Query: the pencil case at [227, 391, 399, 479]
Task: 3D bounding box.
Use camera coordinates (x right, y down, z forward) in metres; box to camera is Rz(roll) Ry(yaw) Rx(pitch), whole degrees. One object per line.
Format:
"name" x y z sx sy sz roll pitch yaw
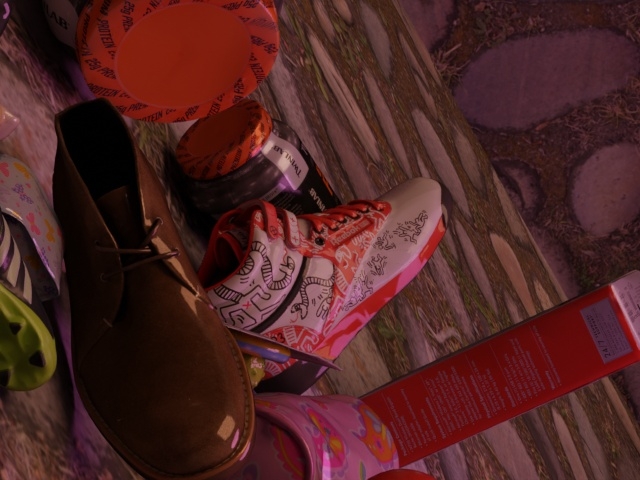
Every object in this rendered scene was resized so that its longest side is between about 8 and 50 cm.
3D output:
"pencil case" -0.026 0.178 1.527 0.124 0.124 0.284 67 14 9

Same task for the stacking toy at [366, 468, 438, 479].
"stacking toy" 0.075 0.258 1.548 0.330 0.141 0.141 71 -1 -69

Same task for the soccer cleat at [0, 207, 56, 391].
"soccer cleat" -0.214 0.010 1.237 0.072 0.060 0.179 -104 172 -77

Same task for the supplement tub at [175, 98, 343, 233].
"supplement tub" -0.046 -0.030 1.824 0.190 0.117 0.117 57 15 -32

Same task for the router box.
"router box" 0.201 0.134 2.087 0.082 0.301 0.335 65 13 4

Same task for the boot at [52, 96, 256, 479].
"boot" -0.127 0.031 1.341 0.115 0.112 0.305 82 -13 -51

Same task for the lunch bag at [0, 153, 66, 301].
"lunch bag" -0.203 -0.007 1.303 0.071 0.053 0.083 -95 168 -57

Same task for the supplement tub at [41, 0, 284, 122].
"supplement tub" -0.145 -0.275 1.692 0.207 0.207 0.338 50 20 -48

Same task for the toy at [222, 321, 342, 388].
"toy" -0.089 0.083 1.515 0.056 0.137 0.237 -70 157 -8

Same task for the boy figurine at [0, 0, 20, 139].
"boy figurine" -0.257 -0.104 1.146 0.177 0.092 0.285 33 21 -7

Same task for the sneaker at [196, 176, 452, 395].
"sneaker" 0.000 0.001 1.734 0.090 0.270 0.145 0 -47 55
